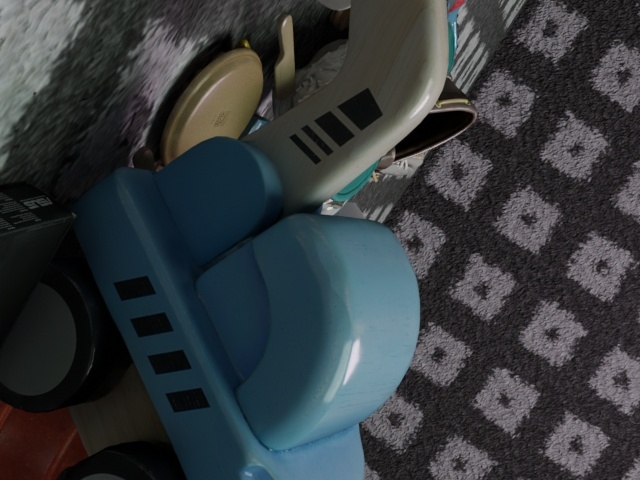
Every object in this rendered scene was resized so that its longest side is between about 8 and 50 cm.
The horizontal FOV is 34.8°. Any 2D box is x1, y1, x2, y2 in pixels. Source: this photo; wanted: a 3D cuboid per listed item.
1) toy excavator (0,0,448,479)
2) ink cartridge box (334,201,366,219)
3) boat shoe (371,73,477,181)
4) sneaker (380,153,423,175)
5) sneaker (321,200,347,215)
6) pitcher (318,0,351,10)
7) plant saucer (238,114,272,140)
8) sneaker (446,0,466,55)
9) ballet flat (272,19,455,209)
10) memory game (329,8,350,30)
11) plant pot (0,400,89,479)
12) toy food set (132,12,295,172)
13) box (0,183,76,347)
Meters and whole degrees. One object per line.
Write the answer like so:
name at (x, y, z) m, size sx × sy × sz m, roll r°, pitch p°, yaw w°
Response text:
toy excavator at (-0.021, -0.021, 0.731) m, size 0.445 × 0.433 × 0.222 m, roll -32°, pitch 166°, yaw 19°
ink cartridge box at (0.000, 0.000, 1.475) m, size 0.181 × 0.061 × 0.104 m, roll 2°, pitch 133°, yaw -35°
boat shoe at (0.061, -0.129, 1.251) m, size 0.324 × 0.097 × 0.117 m, roll -28°, pitch 150°, yaw -36°
sneaker at (0.095, -0.141, 1.552) m, size 0.262 × 0.121 × 0.099 m, roll -39°, pitch 140°, yaw -74°
sneaker at (0.025, -0.135, 1.381) m, size 0.229 × 0.087 × 0.092 m, roll -64°, pitch 165°, yaw 4°
pitcher at (0.088, -0.293, 0.869) m, size 0.178 × 0.125 × 0.207 m, roll -42°, pitch 176°, yaw 42°
plant saucer at (-0.112, -0.050, 1.071) m, size 0.192 × 0.018 × 0.067 m, roll -56°, pitch 173°, yaw 7°
sneaker at (0.113, -0.285, 1.321) m, size 0.125 × 0.104 × 0.262 m, roll -34°, pitch 160°, yaw -22°
ballet flat at (0.027, -0.149, 1.083) m, size 0.147 × 0.147 × 0.409 m, roll -61°, pitch 172°, yaw 34°
memory game at (0.065, -0.310, 1.117) m, size 0.186 × 0.012 × 0.186 m, roll -55°, pitch 173°, yaw -10°
plant pot at (-0.143, 0.202, 0.992) m, size 0.272 × 0.265 × 0.272 m, roll -55°, pitch 173°, yaw -10°
toy food set at (-0.097, -0.110, 0.864) m, size 0.192 × 0.038 × 0.132 m, roll -47°, pitch 163°, yaw -21°
box at (-0.241, 0.059, 0.596) m, size 0.184 × 0.045 × 0.190 m, roll -55°, pitch 174°, yaw 14°
